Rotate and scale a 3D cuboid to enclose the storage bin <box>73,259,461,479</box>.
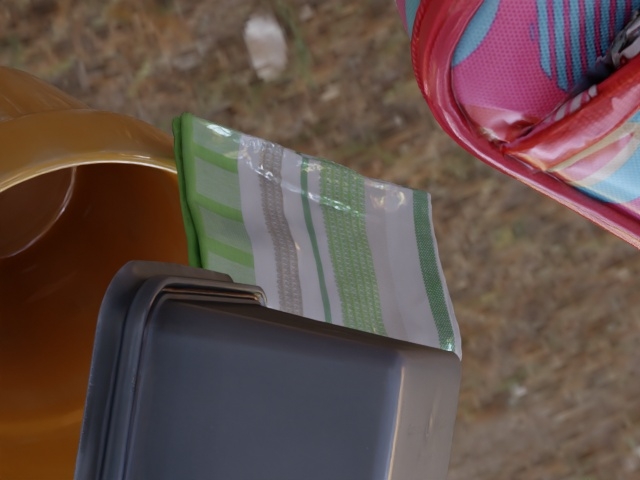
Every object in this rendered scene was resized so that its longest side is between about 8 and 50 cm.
[{"bbox_3d":[-0.011,0.063,0.572,0.091,0.098,0.135,8,178,16],"label":"storage bin"}]

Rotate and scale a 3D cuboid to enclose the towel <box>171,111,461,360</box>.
[{"bbox_3d":[0.000,0.000,0.859,0.152,0.113,0.023,18,133,-33],"label":"towel"}]

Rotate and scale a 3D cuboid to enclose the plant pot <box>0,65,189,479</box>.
[{"bbox_3d":[-0.157,0.003,0.949,0.205,0.188,0.205,-14,125,-21],"label":"plant pot"}]

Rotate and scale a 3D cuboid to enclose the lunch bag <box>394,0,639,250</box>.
[{"bbox_3d":[0.154,-0.123,0.444,0.258,0.120,0.293,27,120,-33],"label":"lunch bag"}]
